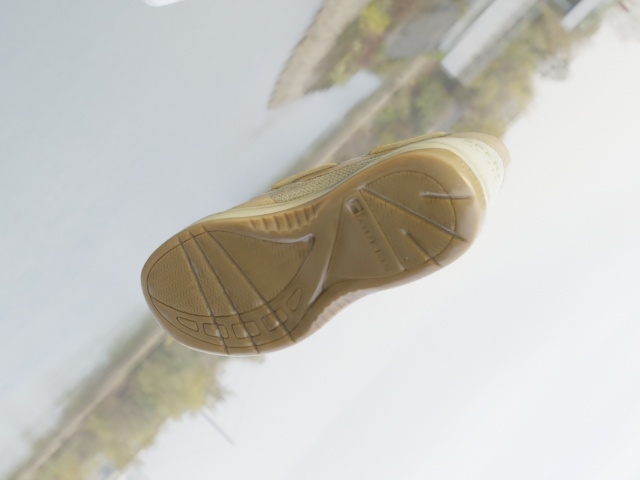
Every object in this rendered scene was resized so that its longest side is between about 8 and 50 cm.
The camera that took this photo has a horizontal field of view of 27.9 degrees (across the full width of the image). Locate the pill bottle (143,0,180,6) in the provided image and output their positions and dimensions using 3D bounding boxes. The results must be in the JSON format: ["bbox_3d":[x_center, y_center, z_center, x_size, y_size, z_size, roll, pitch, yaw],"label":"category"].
[{"bbox_3d":[-0.038,-0.327,1.159,0.301,0.169,0.169,-19,173,-13],"label":"pill bottle"}]

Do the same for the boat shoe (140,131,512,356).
[{"bbox_3d":[0.000,0.000,0.922,0.302,0.109,0.098,-23,-171,34],"label":"boat shoe"}]
